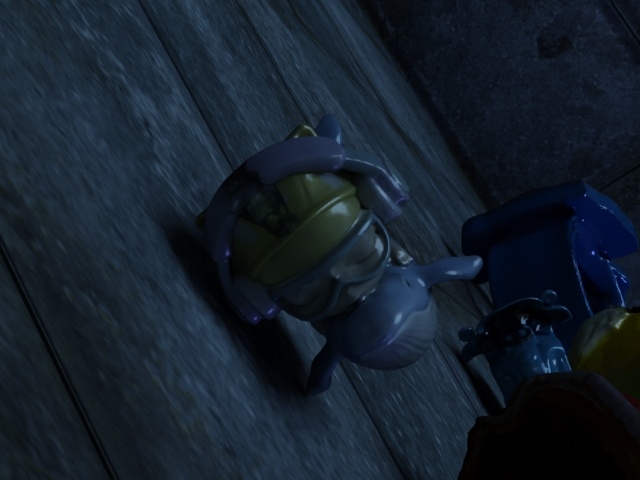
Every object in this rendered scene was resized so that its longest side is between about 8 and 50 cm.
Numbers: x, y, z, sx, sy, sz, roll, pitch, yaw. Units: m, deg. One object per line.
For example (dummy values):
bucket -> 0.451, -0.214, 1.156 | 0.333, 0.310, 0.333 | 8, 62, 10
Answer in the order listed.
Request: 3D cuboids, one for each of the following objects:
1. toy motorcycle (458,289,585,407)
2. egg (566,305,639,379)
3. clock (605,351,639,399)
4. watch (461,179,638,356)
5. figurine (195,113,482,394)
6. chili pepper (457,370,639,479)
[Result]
toy motorcycle -> 0.229, 0.160, 1.641 | 0.272, 0.123, 0.182 | -110, 175, -57
egg -> 0.387, 0.249, 1.919 | 0.337, 0.201, 0.337 | 46, -23, 26
clock -> 0.386, 0.178, 1.592 | 0.202, 0.143, 0.096 | 45, 20, -36
watch -> 0.347, 0.098, 2.286 | 0.305, 0.241, 0.274 | 47, 30, -41
figurine -> 0.000, 0.000, 0.929 | 0.184, 0.128, 0.208 | 47, 5, -40
chili pepper -> 0.220, 0.241, 1.087 | 0.305, 0.229, 0.251 | 32, 27, -47
